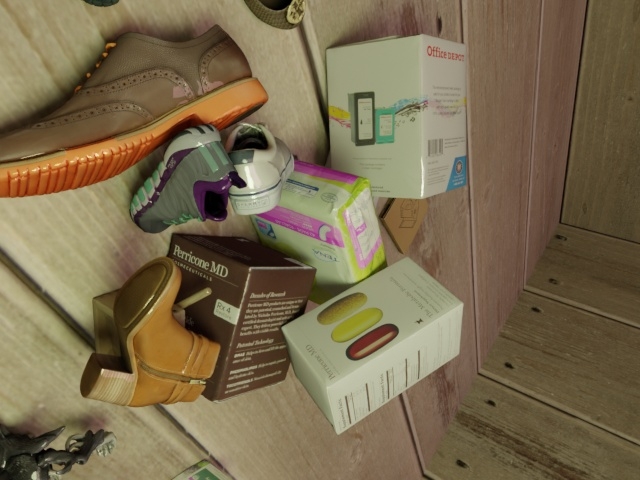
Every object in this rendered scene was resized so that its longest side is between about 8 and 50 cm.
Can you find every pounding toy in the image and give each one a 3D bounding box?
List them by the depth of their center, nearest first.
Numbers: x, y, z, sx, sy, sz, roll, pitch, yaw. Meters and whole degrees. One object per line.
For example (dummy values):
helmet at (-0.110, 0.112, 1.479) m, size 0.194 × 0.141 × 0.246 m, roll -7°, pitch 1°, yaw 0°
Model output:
pounding toy at (-0.232, 0.122, 0.719) m, size 0.100 × 0.130 × 0.141 m, roll -20°, pitch 123°, yaw -50°

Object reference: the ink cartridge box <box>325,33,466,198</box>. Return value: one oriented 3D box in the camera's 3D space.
ink cartridge box at (0.148, -0.228, 0.980) m, size 0.198 × 0.197 × 0.270 m, roll -18°, pitch 109°, yaw -50°

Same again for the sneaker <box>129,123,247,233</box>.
sneaker at (-0.171, -0.044, 0.654) m, size 0.083 × 0.098 × 0.224 m, roll -30°, pitch 173°, yaw -40°

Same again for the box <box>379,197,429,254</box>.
box at (0.227, -0.077, 1.380) m, size 0.164 × 0.021 × 0.201 m, roll -60°, pitch 145°, yaw -15°

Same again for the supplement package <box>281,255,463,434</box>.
supplement package at (0.084, 0.159, 0.816) m, size 0.244 × 0.139 × 0.133 m, roll -28°, pitch 135°, yaw -19°

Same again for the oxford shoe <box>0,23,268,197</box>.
oxford shoe at (-0.238, -0.156, 0.609) m, size 0.364 × 0.130 × 0.132 m, roll -32°, pitch 99°, yaw -35°

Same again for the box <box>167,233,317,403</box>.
box at (-0.139, 0.111, 0.812) m, size 0.167 × 0.169 × 0.203 m, roll 4°, pitch 103°, yaw -56°

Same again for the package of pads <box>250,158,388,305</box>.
package of pads at (0.000, 0.000, 0.901) m, size 0.101 × 0.229 × 0.296 m, roll -49°, pitch 143°, yaw -28°

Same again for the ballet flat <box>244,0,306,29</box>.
ballet flat at (-0.086, -0.380, 0.728) m, size 0.250 × 0.058 × 0.084 m, roll 30°, pitch 83°, yaw -57°

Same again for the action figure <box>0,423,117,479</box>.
action figure at (-0.341, 0.329, 0.668) m, size 0.164 × 0.141 × 0.275 m, roll -33°, pitch 98°, yaw -7°

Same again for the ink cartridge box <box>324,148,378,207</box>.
ink cartridge box at (0.075, -0.142, 1.099) m, size 0.181 × 0.056 × 0.224 m, roll 7°, pitch 103°, yaw -57°

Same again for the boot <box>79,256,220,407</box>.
boot at (-0.181, 0.118, 0.637) m, size 0.152 × 0.073 × 0.197 m, roll 23°, pitch 105°, yaw -44°

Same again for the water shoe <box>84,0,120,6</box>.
water shoe at (-0.270, -0.322, 0.502) m, size 0.203 × 0.073 × 0.080 m, roll 45°, pitch 48°, yaw -59°

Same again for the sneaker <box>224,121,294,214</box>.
sneaker at (-0.086, -0.125, 0.738) m, size 0.258 × 0.094 × 0.091 m, roll -102°, pitch -174°, yaw -64°

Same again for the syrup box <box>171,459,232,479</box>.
syrup box at (-0.231, 0.553, 0.986) m, size 0.096 × 0.093 × 0.236 m, roll -13°, pitch 117°, yaw -52°
